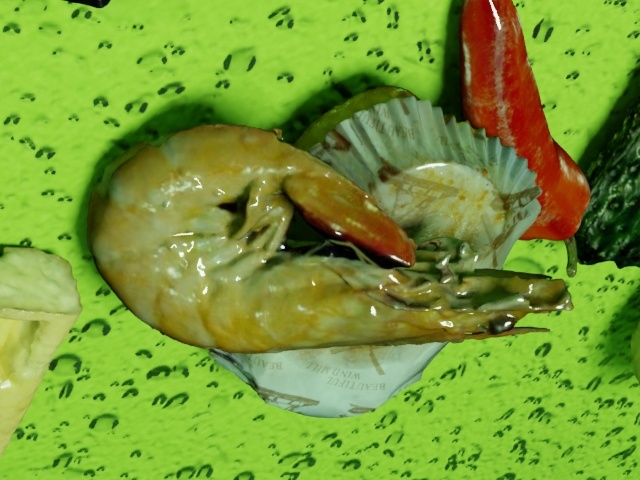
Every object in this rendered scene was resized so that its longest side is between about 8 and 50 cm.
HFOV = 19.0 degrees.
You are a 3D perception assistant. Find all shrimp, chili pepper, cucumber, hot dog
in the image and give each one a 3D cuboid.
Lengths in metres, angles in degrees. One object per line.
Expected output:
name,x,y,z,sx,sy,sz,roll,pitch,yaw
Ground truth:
shrimp,0.000,0.000,1.093,0.287,0.063,0.152,1,120,14
chili pepper,0.123,-0.063,1.201,0.063,0.071,0.272,1,143,24
cucumber,0.261,-0.107,1.217,0.096,0.096,0.359,2,130,-34
hot dog,0.029,0.014,1.199,0.162,0.082,0.270,14,134,-17

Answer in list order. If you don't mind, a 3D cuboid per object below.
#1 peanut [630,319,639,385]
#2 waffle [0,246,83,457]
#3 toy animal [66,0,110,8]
peanut,0.368,0.027,1.393,0.313,0.152,0.152,-29,142,1
waffle,-0.281,0.073,1.087,0.274,0.057,0.168,6,130,-37
toy animal,-0.131,-0.190,0.911,0.105,0.070,0.202,-39,140,-11
